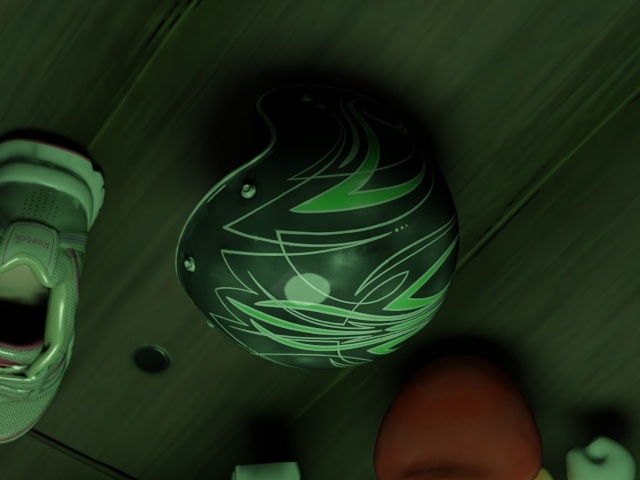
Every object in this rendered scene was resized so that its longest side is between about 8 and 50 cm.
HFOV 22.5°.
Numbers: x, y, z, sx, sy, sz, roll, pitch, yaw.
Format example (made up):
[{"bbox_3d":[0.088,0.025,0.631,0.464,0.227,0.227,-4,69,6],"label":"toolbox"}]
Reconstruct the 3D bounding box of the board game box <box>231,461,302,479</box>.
[{"bbox_3d":[-0.021,0.325,1.188,0.053,0.193,0.305,-5,141,4],"label":"board game box"}]

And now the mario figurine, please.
[{"bbox_3d":[0.116,0.231,1.155,0.198,0.170,0.321,-17,107,-32],"label":"mario figurine"}]

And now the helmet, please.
[{"bbox_3d":[0.000,0.000,0.983,0.169,0.162,0.169,3,129,3],"label":"helmet"}]

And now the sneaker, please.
[{"bbox_3d":[-0.216,0.056,1.082,0.103,0.111,0.252,13,129,-5],"label":"sneaker"}]
